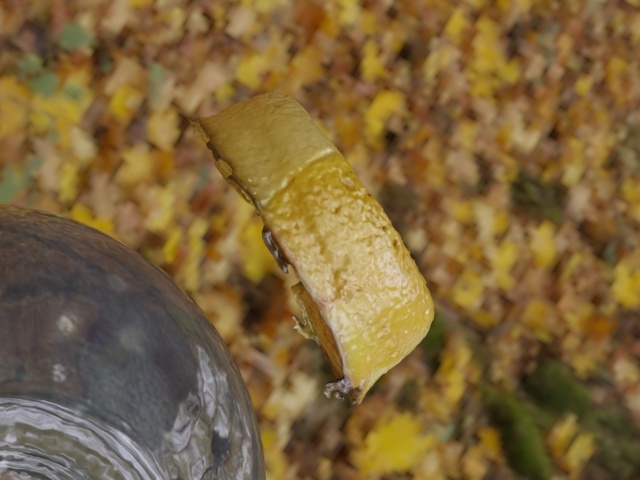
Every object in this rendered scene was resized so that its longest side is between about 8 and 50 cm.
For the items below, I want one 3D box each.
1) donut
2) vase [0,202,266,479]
[{"bbox_3d":[0.001,0.000,1.052,0.078,0.181,0.146,-29,-168,-3],"label":"donut"},{"bbox_3d":[-0.082,0.044,0.432,0.120,0.120,0.183,-58,-160,0],"label":"vase"}]
